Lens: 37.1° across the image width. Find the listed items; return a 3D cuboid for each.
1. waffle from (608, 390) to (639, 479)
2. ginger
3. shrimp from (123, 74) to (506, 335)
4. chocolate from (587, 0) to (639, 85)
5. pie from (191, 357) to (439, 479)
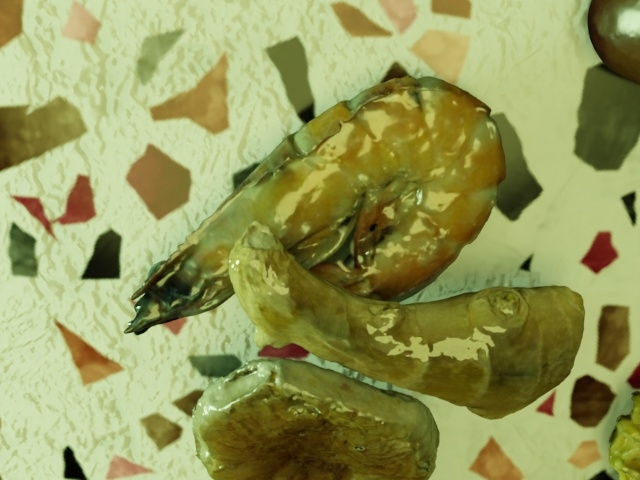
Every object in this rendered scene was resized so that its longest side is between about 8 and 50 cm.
[{"bbox_3d":[0.330,0.162,0.792,0.194,0.051,0.149,-26,115,-1],"label":"waffle"},{"bbox_3d":[0.070,0.060,0.702,0.294,0.086,0.131,19,132,-21],"label":"ginger"},{"bbox_3d":[0.000,0.000,0.721,0.317,0.062,0.164,-33,110,5],"label":"shrimp"},{"bbox_3d":[0.260,-0.157,0.674,0.133,0.127,0.124,-23,76,17],"label":"chocolate"},{"bbox_3d":[-0.006,0.159,0.741,0.195,0.046,0.195,3,137,3],"label":"pie"}]
